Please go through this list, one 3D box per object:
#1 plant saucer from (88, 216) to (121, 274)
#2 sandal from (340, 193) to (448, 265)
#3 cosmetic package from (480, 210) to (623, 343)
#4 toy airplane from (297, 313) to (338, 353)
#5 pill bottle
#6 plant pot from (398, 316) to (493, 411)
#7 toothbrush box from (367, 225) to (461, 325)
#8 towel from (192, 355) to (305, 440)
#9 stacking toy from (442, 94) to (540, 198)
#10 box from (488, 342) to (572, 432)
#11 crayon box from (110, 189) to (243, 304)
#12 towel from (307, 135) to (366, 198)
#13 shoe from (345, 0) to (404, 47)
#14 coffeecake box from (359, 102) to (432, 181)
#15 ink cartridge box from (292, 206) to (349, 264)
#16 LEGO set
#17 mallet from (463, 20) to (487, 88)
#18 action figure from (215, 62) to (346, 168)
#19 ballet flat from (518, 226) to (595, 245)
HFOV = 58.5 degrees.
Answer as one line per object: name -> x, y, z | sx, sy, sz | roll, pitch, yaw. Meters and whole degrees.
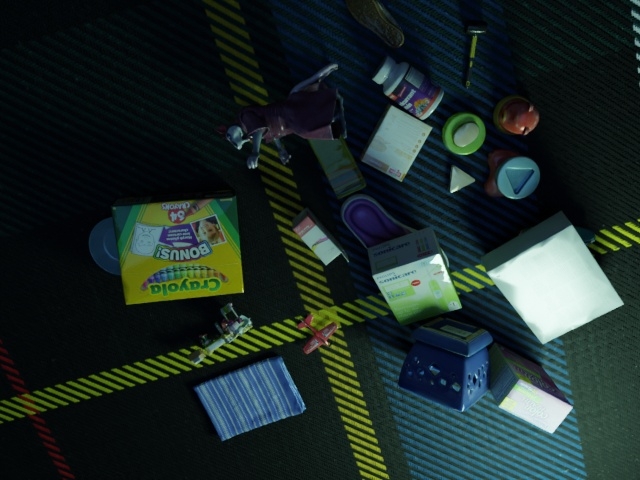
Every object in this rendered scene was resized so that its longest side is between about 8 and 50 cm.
plant saucer -> -0.631, 0.014, 1.814 | 0.194, 0.037, 0.195 | -1, 108, -2
sandal -> 0.231, 0.018, 1.807 | 0.416, 0.102, 0.169 | 34, 106, -14
cosmetic package -> 0.732, 0.127, 1.810 | 0.284, 0.097, 0.377 | -34, 116, 19
toy airplane -> -0.019, 0.312, 1.936 | 0.151, 0.028, 0.151 | -1, 107, -2
pill bottle -> 0.249, -0.445, 1.653 | 0.193, 0.108, 0.108 | 32, 104, -11
plant pot -> 0.411, 0.379, 1.830 | 0.235, 0.236, 0.212 | 15, 103, 36
toothbrush box -> 0.291, 0.116, 1.755 | 0.206, 0.122, 0.283 | -19, 133, 13
towel -> -0.245, 0.556, 2.004 | 0.335, 0.040, 0.243 | -21, 107, 5
stacking toy -> 0.520, -0.263, 1.710 | 0.279, 0.130, 0.309 | -8, 108, 0
box -> 0.670, 0.483, 1.901 | 0.213, 0.243, 0.117 | 29, 105, -10
crayon box -> -0.430, 0.019, 1.762 | 0.362, 0.106, 0.313 | -5, 107, -9
towel -> 0.047, -0.249, 1.757 | 0.102, 0.021, 0.237 | -27, 107, 6
shoe -> 0.153, -0.634, 1.621 | 0.219, 0.058, 0.076 | 45, 122, -10
coffeecake box -> 0.224, -0.294, 1.722 | 0.142, 0.068, 0.186 | 26, 105, -10
ink cartridge box -> 0.000, 0.000, 1.787 | 0.067, 0.115, 0.198 | -41, 104, 10
LEGO set -> -0.337, 0.295, 1.884 | 0.287, 0.132, 0.107 | -34, 89, 33
mallet -> 0.432, -0.543, 1.667 | 0.062, 0.039, 0.190 | 9, 112, -6
action figure -> -0.117, -0.347, 1.603 | 0.369, 0.248, 0.276 | -5, 100, 3
ballet flat -> 0.752, -0.002, 1.840 | 0.240, 0.091, 0.077 | 2, 139, 2
